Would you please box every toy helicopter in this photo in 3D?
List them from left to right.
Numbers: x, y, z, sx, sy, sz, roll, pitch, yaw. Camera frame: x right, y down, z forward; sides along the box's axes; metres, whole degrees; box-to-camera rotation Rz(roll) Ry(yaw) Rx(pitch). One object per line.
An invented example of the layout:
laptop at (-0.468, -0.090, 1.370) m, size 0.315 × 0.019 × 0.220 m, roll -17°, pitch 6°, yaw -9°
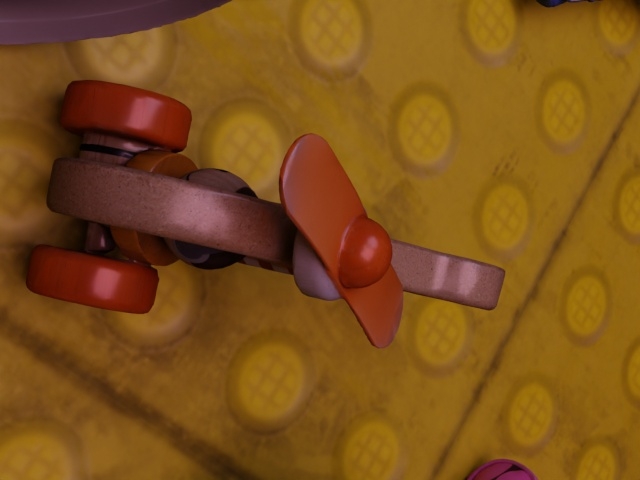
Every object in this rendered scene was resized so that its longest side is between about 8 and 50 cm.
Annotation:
toy helicopter at (0.000, 0.000, 0.627) m, size 0.355 × 0.235 × 0.140 m, roll 14°, pitch 85°, yaw -35°

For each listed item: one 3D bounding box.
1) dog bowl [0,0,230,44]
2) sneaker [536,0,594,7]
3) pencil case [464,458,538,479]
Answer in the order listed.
dog bowl at (-0.177, -0.196, 0.435) m, size 0.349 × 0.349 × 0.102 m, roll 3°, pitch 80°, yaw -35°
sneaker at (0.247, -0.266, 0.878) m, size 0.296 × 0.112 × 0.131 m, roll 22°, pitch 99°, yaw -33°
pencil case at (0.197, 0.307, 0.876) m, size 0.095 × 0.098 × 0.209 m, roll -42°, pitch 116°, yaw -26°
